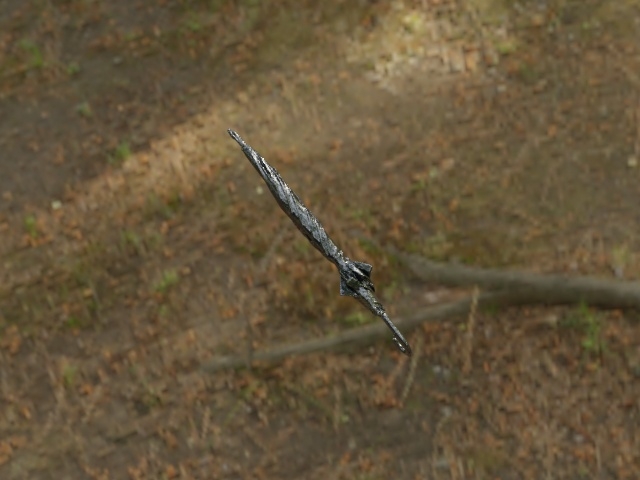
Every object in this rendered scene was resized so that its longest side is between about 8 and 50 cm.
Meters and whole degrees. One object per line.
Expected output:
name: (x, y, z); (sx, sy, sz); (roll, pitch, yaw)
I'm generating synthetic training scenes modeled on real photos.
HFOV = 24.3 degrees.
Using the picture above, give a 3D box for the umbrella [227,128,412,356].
umbrella: (0.001, -0.001, 0.751); (0.022, 0.022, 0.149); (-39, 89, -12)
